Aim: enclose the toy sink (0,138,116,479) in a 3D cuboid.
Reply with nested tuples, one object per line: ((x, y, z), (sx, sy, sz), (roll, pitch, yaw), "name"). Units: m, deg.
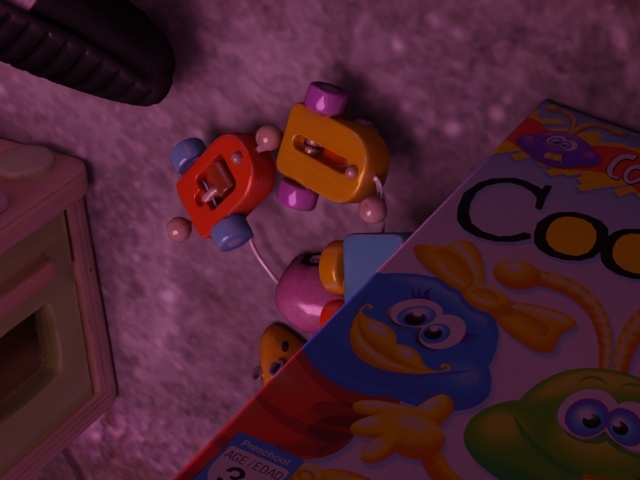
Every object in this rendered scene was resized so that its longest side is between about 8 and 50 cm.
((-0.212, 0.022, 0.757), (0.131, 0.153, 0.234), (14, 125, 27), "toy sink")

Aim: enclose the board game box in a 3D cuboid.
((0.079, 0.085, 0.503), (0.142, 0.275, 0.144), (22, 129, 22), "board game box")

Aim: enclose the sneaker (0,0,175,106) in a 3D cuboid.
((-0.179, -0.189, 0.618), (0.330, 0.146, 0.122), (36, 167, -22), "sneaker")

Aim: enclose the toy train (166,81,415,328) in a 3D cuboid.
((0.000, 0.000, 0.647), (0.125, 0.046, 0.166), (-49, 63, 33), "toy train")

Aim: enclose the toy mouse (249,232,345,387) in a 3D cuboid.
((0.019, 0.061, 0.701), (0.143, 0.031, 0.161), (-12, 111, 40), "toy mouse")
